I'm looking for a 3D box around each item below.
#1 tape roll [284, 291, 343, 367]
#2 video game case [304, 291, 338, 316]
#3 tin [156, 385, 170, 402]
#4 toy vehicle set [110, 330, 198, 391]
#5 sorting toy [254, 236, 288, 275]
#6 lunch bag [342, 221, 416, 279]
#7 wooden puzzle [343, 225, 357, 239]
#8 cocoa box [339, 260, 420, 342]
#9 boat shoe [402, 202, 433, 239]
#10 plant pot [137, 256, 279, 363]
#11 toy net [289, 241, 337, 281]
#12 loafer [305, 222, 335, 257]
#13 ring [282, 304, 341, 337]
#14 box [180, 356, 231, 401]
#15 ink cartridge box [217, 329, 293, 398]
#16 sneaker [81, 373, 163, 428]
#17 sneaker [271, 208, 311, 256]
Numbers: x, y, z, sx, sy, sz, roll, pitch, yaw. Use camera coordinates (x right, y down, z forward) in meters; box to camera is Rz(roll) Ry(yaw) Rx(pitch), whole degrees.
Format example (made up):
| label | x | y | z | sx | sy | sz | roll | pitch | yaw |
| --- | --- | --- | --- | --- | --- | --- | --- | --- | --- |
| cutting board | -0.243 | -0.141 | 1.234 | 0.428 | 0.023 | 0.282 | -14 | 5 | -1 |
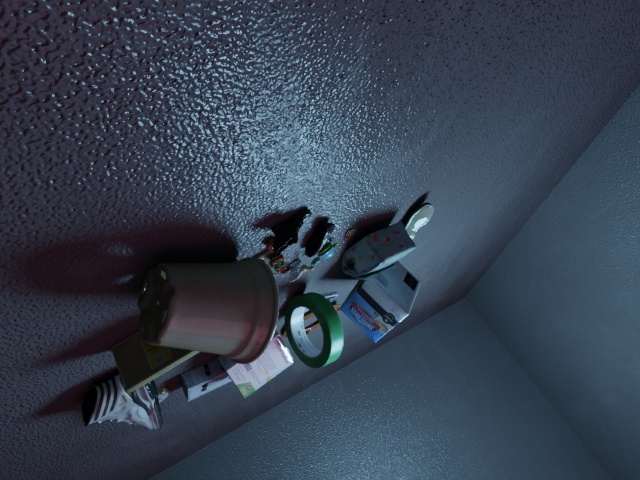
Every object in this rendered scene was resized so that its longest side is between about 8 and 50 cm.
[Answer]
| label | x | y | z | sx | sy | sz | roll | pitch | yaw |
| --- | --- | --- | --- | --- | --- | --- | --- | --- | --- |
| tape roll | -0.034 | 0.390 | 1.914 | 0.077 | 0.321 | 0.321 | -11 | 146 | -40 |
| video game case | -0.022 | 0.329 | 2.170 | 0.173 | 0.022 | 0.190 | -4 | 140 | -45 |
| tin | -0.762 | 0.721 | 1.971 | 0.190 | 0.040 | 0.106 | -39 | 158 | 10 |
| toy vehicle set | -0.541 | 0.357 | 1.449 | 0.267 | 0.166 | 0.035 | -30 | 154 | -8 |
| sorting toy | -0.181 | 0.092 | 1.551 | 0.132 | 0.046 | 0.274 | -29 | 154 | -9 |
| lunch bag | 0.234 | 0.059 | 1.855 | 0.223 | 0.160 | 0.262 | -20 | 165 | -34 |
| wooden puzzle | 0.120 | -0.031 | 1.733 | 0.049 | 0.006 | 0.083 | -20 | 151 | -27 |
| cocoa box | 0.283 | 0.254 | 2.025 | 0.228 | 0.231 | 0.347 | -48 | 177 | 28 |
| boat shoe | 0.408 | -0.086 | 1.908 | 0.081 | 0.068 | 0.227 | 20 | 127 | -17 |
| plant pot | -0.343 | 0.190 | 1.276 | 0.305 | 0.334 | 0.334 | 14 | 128 | -42 |
| toy net | -0.039 | 0.076 | 1.685 | 0.232 | 0.045 | 0.122 | -34 | -165 | 17 |
| loafer | 0.000 | 0.000 | 1.588 | 0.061 | 0.062 | 0.170 | -16 | 153 | -45 |
| ring | -0.037 | 0.427 | 2.266 | 0.337 | 0.032 | 0.336 | -23 | 157 | -10 |
| box | -0.501 | 0.630 | 2.056 | 0.290 | 0.087 | 0.169 | -20 | 151 | -27 |
| ink cartridge box | -0.290 | 0.543 | 1.990 | 0.278 | 0.117 | 0.201 | -33 | 122 | -19 |
| sneaker | -0.782 | 0.650 | 1.726 | 0.258 | 0.169 | 0.447 | -14 | 140 | -19 |
| sneaker | -0.088 | -0.027 | 1.404 | 0.170 | 0.089 | 0.051 | -30 | 154 | -9 |
